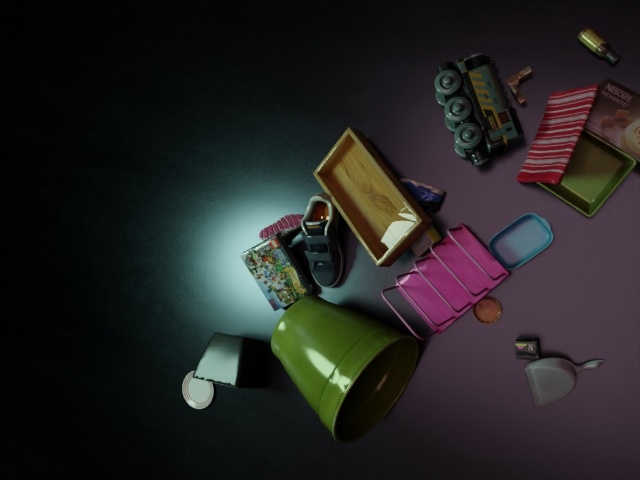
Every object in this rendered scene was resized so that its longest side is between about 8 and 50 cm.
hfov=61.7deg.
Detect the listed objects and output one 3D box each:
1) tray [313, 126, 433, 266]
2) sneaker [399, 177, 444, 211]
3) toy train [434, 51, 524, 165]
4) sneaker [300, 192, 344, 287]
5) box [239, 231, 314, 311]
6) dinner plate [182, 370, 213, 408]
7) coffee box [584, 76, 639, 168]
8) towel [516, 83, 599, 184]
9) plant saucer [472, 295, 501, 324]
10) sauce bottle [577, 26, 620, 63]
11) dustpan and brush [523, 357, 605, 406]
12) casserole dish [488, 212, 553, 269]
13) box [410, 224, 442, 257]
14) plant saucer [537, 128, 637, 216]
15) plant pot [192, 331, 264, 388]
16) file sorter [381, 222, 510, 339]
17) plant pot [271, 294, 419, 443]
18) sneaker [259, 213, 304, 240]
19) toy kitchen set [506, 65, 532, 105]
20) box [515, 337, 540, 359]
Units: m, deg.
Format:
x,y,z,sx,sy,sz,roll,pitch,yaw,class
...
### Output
x,y,z,sx,sy,sz,roll,pitch,yaw,class
0.153,-0.138,1.671,0.203,0.076,0.410,-50,58,28,tray
0.300,-0.137,1.672,0.152,0.058,0.084,20,87,18,sneaker
0.460,-0.390,1.577,0.190,0.142,0.333,-19,78,11,toy train
0.000,0.000,1.769,0.126,0.127,0.320,-4,87,23,sneaker
-0.148,0.109,1.829,0.159,0.044,0.233,-28,99,22,box
-0.457,0.558,2.010,0.141,0.017,0.141,-1,88,25,dinner plate
0.819,-0.301,1.418,0.246,0.098,0.141,41,104,21,coffee box
0.640,-0.283,1.461,0.031,0.199,0.274,19,96,-12,towel
0.494,0.207,1.590,0.084,0.013,0.083,-1,87,26,plant saucer
0.773,-0.539,1.484,0.042,0.042,0.128,-45,73,16,sauce bottle
0.674,0.368,1.467,0.211,0.060,0.147,-16,114,17,dustpan and brush
0.578,0.004,1.550,0.188,0.037,0.114,-39,72,17,casserole dish
0.288,-0.047,1.657,0.179,0.043,0.105,57,146,14,box
0.722,-0.192,1.466,0.188,0.045,0.188,41,123,21,plant saucer
-0.301,0.415,1.866,0.188,0.188,0.166,5,76,25,plant pot
0.351,0.123,1.549,0.290,0.182,0.202,-47,70,23,file sorter
0.045,0.354,1.633,0.353,0.367,0.366,32,101,34,plant pot
-0.127,-0.034,1.867,0.171,0.074,0.063,-26,57,-1,sneaker
0.588,-0.450,1.549,0.075,0.068,0.083,-31,76,20,toy kitchen set
0.583,0.303,1.506,0.062,0.083,0.052,-5,86,25,box
